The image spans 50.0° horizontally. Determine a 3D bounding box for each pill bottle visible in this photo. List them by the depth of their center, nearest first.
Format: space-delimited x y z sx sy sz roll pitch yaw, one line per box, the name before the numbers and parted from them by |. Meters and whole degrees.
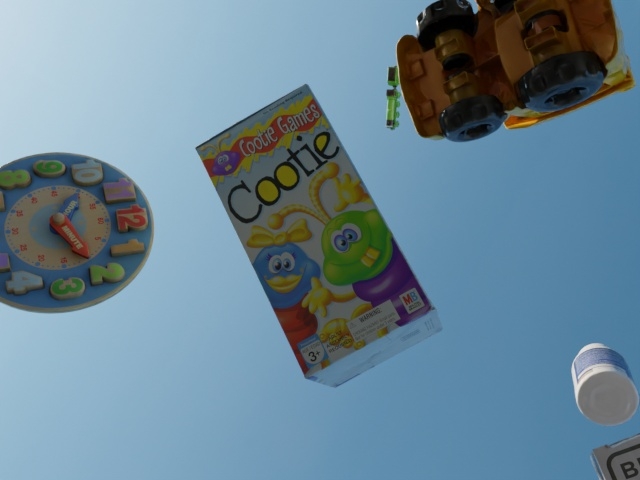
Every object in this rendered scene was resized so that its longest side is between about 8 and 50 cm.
pill bottle | 0.336 0.166 0.820 0.067 0.120 0.067 3 -78 16

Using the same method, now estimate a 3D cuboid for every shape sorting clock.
shape sorting clock | -0.288 -0.016 0.754 0.206 0.206 0.040 60 -31 22

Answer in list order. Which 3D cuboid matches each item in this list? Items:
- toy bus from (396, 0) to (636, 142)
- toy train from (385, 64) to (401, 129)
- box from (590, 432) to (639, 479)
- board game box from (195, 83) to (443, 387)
toy bus | 0.225 -0.189 0.754 0.220 0.211 0.149 -21 -106 32
toy train | 0.094 -0.185 0.890 0.017 0.024 0.083 6 -79 24
box | 0.305 0.189 0.427 0.169 0.290 0.087 -29 -139 20
board game box | 0.000 0.000 0.743 0.142 0.144 0.275 -29 -110 4
